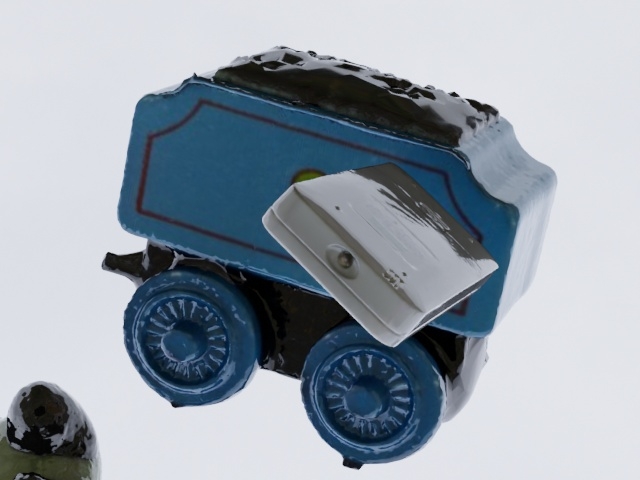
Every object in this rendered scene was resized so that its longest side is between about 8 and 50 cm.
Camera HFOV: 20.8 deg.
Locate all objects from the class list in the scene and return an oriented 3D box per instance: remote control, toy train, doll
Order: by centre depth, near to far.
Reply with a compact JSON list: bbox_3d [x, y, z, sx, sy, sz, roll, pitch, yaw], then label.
[{"bbox_3d":[0.042,0.002,1.023,0.103,0.034,0.250,44,-166,6],"label":"remote control"},{"bbox_3d":[0.000,0.000,1.275,0.300,0.265,0.188,16,-161,15],"label":"toy train"},{"bbox_3d":[-0.255,0.236,1.492,0.135,0.144,0.234,43,-146,-34],"label":"doll"}]
